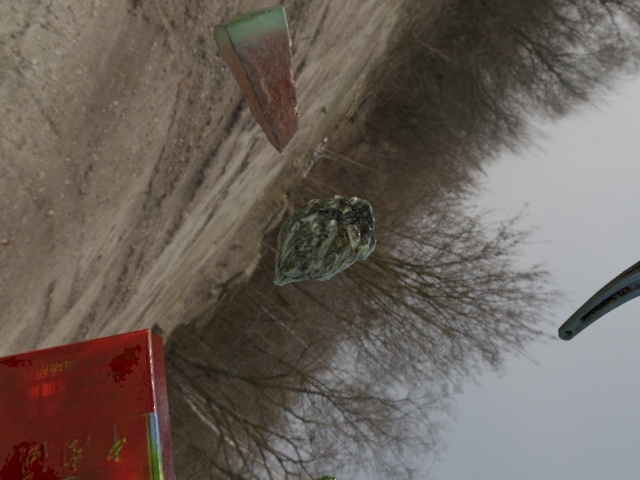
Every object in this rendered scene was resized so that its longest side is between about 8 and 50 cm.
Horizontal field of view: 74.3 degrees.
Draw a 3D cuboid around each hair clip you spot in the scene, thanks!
[{"bbox_3d":[0.351,0.066,0.490,0.070,0.039,0.229,-50,162,-27],"label":"hair clip"}]

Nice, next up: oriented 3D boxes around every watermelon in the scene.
[{"bbox_3d":[-0.103,-0.306,0.828,0.139,0.257,0.193,-20,-151,-4],"label":"watermelon"}]

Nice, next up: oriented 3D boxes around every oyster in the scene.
[{"bbox_3d":[0.000,0.000,0.648,0.177,0.125,0.064,-16,-178,4],"label":"oyster"}]

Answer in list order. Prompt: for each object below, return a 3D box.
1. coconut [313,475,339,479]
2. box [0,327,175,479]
[{"bbox_3d":[-0.023,0.379,0.555,0.055,0.133,0.158,4,-150,38],"label":"coconut"},{"bbox_3d":[-0.298,0.291,0.544,0.197,0.313,0.089,-9,161,-12],"label":"box"}]
